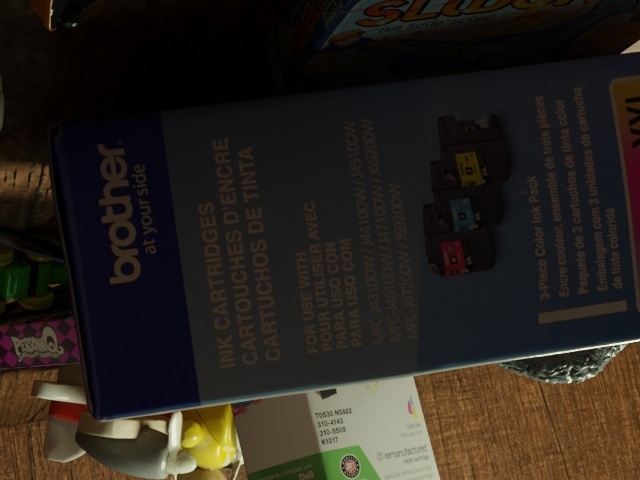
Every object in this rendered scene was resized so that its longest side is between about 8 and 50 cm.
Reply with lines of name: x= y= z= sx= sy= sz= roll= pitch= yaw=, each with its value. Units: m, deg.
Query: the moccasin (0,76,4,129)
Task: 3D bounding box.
moccasin: x=-0.190 y=-0.062 z=0.355 sx=0.147 sy=0.139 sz=0.380 roll=-16 pitch=-179 yaw=-24

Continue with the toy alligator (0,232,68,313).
toy alligator: x=-0.224 y=0.019 z=0.920 sx=0.189 sy=0.056 sz=0.051 roll=-6 pitch=-147 yaw=-36

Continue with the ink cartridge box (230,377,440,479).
ink cartridge box: x=0.004 y=0.165 z=1.291 sx=0.117 sy=0.278 sz=0.201 roll=-24 pitch=164 yaw=38

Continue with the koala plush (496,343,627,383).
koala plush: x=0.217 y=0.018 z=1.062 sx=0.196 sy=0.203 sz=0.221 roll=-15 pitch=180 yaw=18

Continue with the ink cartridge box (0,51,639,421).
ink cartridge box: x=0.000 y=0.000 z=0.657 sx=0.395 sy=0.151 sz=0.270 roll=-9 pitch=180 yaw=-8

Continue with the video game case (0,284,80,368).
video game case: x=-0.170 y=0.058 z=0.970 sx=0.232 sy=0.042 sz=0.210 roll=-8 pitch=-172 yaw=31

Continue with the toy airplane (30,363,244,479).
toy airplane: x=-0.210 y=0.268 z=1.600 sx=0.386 sy=0.272 sz=0.384 roll=-4 pitch=167 yaw=-36

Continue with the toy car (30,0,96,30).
toy car: x=-0.092 y=-0.127 z=0.396 sx=0.040 sy=0.060 sz=0.122 roll=30 pitch=153 yaw=11

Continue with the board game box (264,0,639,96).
board game box: x=0.086 y=-0.118 z=0.571 sx=0.201 sy=0.035 sz=0.136 roll=-8 pitch=169 yaw=-19
